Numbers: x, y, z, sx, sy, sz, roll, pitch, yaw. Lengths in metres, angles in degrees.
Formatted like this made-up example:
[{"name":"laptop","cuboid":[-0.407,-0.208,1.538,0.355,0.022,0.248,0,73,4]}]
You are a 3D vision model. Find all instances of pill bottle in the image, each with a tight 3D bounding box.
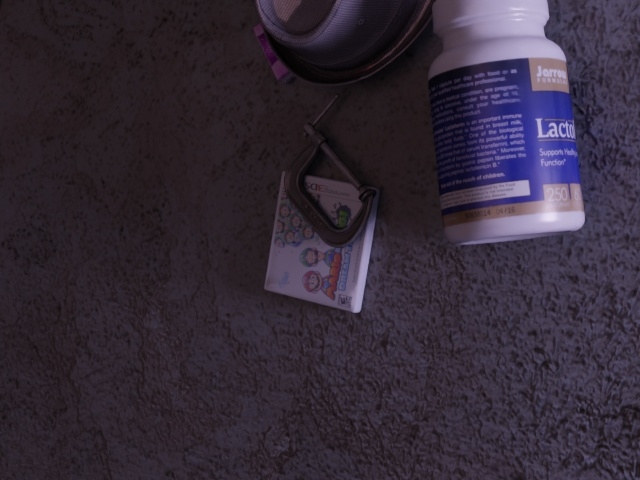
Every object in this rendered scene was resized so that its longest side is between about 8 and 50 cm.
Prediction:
[{"name":"pill bottle","cuboid":[0.196,-0.133,1.319,0.153,0.153,0.265,-8,87,34]}]

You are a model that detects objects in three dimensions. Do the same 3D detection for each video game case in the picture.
[{"name":"video game case","cuboid":[0.000,0.000,1.533,0.143,0.019,0.157,13,97,33]}]

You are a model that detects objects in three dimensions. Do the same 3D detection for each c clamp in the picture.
[{"name":"c clamp","cuboid":[0.015,-0.078,1.500,0.137,0.022,0.161,-45,65,24]}]

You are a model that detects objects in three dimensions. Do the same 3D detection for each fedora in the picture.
[{"name":"fedora","cuboid":[0.017,-0.322,1.435,0.244,0.124,0.275,42,106,24]}]

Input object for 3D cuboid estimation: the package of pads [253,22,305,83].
[{"name":"package of pads","cuboid":[-0.048,-0.247,1.554,0.050,0.032,0.083,-33,74,25]}]
